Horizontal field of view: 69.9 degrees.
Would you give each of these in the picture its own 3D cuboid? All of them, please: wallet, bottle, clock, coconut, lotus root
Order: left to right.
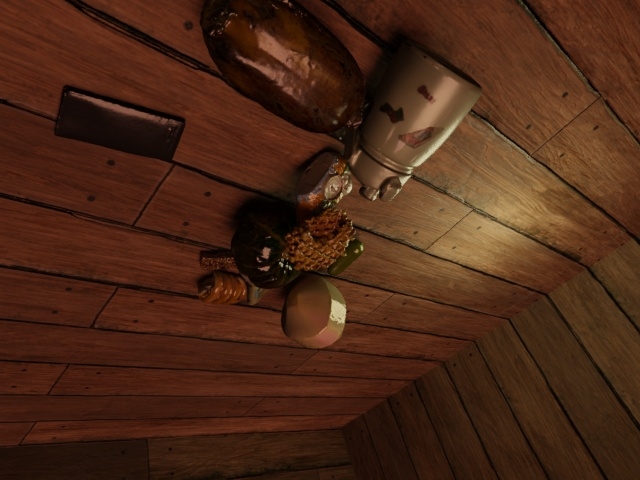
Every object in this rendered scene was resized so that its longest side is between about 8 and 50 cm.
[{"bbox_3d":[-0.426,-0.240,0.985,0.244,0.025,0.124,9,135,-34],"label":"wallet"},{"bbox_3d":[-0.197,0.142,1.521,0.110,0.039,0.155,-45,164,-32],"label":"wallet"},{"bbox_3d":[-0.052,-0.340,0.906,0.196,0.179,0.397,-38,139,26],"label":"lotus root"},{"bbox_3d":[-0.029,0.252,1.618,0.259,0.259,0.259,-13,143,-10],"label":"coconut"},{"bbox_3d":[0.011,-0.134,1.231,0.231,0.103,0.144,-52,140,-6],"label":"clock"},{"bbox_3d":[0.186,-0.264,1.079,0.229,0.229,0.352,9,128,-34],"label":"bottle"}]

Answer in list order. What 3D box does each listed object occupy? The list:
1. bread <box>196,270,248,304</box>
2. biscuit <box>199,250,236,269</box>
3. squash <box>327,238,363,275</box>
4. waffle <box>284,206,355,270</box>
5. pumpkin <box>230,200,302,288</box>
[{"bbox_3d":[-0.318,0.160,1.503,0.177,0.084,0.119,15,132,-45],"label":"bread"},{"bbox_3d":[-0.276,0.059,1.430,0.199,0.034,0.064,-2,142,-22],"label":"biscuit"},{"bbox_3d":[0.082,0.061,1.584,0.066,0.066,0.201,6,143,-32],"label":"squash"},{"bbox_3d":[0.000,0.000,1.210,0.193,0.070,0.197,-28,145,-7],"label":"waffle"},{"bbox_3d":[-0.141,0.003,1.308,0.260,0.189,0.260,-31,135,-37],"label":"pumpkin"}]
